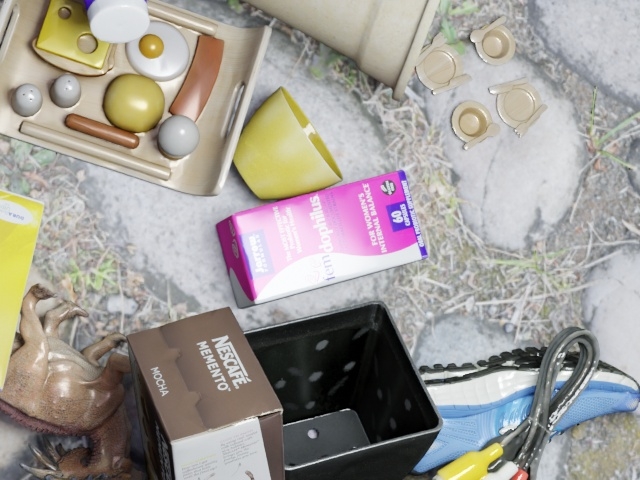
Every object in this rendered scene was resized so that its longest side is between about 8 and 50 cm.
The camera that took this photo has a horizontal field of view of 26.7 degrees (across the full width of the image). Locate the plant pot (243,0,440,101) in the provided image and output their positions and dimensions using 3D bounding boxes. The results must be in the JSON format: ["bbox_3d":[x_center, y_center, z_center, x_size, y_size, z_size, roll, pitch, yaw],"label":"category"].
[{"bbox_3d":[0.010,-0.372,1.573,0.305,0.334,0.334,21,78,0],"label":"plant pot"}]

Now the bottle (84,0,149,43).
[{"bbox_3d":[-0.247,-0.356,1.547,0.118,0.092,0.283,0,59,-24],"label":"bottle"}]

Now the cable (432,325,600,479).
[{"bbox_3d":[0.245,0.237,1.556,0.287,0.072,0.139,-45,109,-5],"label":"cable"}]

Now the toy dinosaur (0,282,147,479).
[{"bbox_3d":[-0.300,0.174,1.509,0.295,0.127,0.200,34,83,-3],"label":"toy dinosaur"}]

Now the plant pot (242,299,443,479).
[{"bbox_3d":[0.012,0.206,1.539,0.188,0.167,0.187,-13,51,-15],"label":"plant pot"}]

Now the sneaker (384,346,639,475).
[{"bbox_3d":[0.236,0.218,1.654,0.330,0.130,0.147,-7,100,-12],"label":"sneaker"}]

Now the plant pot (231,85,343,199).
[{"bbox_3d":[-0.049,-0.102,1.611,0.095,0.134,0.134,-33,93,8],"label":"plant pot"}]

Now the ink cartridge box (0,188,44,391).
[{"bbox_3d":[-0.462,0.058,1.384,0.303,0.072,0.307,18,60,-23],"label":"ink cartridge box"}]

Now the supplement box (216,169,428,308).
[{"bbox_3d":[0.000,0.000,1.610,0.220,0.114,0.111,-16,89,-14],"label":"supplement box"}]

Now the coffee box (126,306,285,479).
[{"bbox_3d":[-0.115,0.242,1.434,0.118,0.168,0.297,-14,132,-15],"label":"coffee box"}]

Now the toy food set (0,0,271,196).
[{"bbox_3d":[-0.232,-0.199,1.582,0.306,0.092,0.220,18,79,-12],"label":"toy food set"}]

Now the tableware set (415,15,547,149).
[{"bbox_3d":[0.207,-0.200,1.734,0.141,0.020,0.169,-28,91,-16],"label":"tableware set"}]
